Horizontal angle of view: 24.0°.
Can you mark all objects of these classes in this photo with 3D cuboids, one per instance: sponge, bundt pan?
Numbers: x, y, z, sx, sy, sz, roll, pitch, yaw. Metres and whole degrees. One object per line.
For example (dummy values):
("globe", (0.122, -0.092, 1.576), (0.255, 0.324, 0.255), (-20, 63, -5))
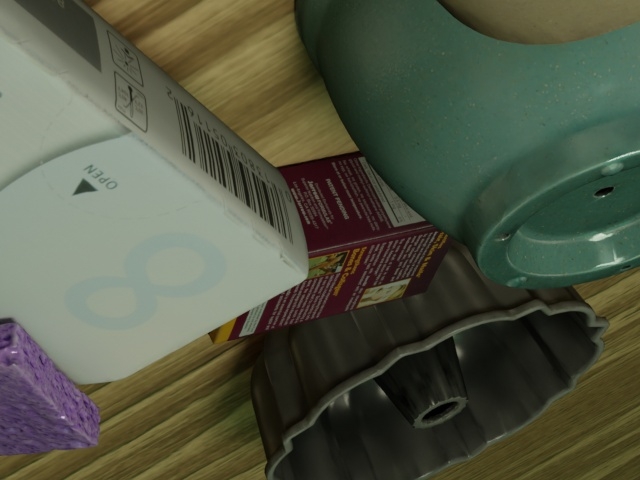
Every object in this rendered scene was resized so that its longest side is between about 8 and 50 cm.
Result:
("sponge", (-0.248, 0.098, 0.899), (0.210, 0.031, 0.117), (-8, 148, 16))
("bundt pan", (0.082, 0.103, 1.340), (0.331, 0.124, 0.331), (-20, 152, -11))

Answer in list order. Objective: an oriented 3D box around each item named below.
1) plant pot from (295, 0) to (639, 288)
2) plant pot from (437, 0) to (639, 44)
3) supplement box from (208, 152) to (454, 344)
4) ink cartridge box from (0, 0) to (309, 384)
("plant pot", (0.151, -0.092, 0.924), (0.293, 0.196, 0.293), (-14, 156, -6))
("plant pot", (0.042, -0.249, 0.582), (0.274, 0.256, 0.256), (26, 125, -38))
("supplement box", (0.000, 0.000, 1.130), (0.188, 0.080, 0.104), (-12, 150, -25))
("ink cartridge box", (-0.248, 0.012, 0.828), (0.385, 0.091, 0.308), (-31, 140, 18))
